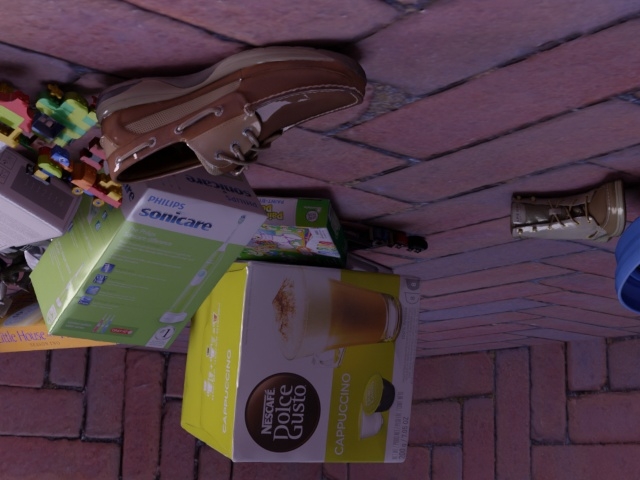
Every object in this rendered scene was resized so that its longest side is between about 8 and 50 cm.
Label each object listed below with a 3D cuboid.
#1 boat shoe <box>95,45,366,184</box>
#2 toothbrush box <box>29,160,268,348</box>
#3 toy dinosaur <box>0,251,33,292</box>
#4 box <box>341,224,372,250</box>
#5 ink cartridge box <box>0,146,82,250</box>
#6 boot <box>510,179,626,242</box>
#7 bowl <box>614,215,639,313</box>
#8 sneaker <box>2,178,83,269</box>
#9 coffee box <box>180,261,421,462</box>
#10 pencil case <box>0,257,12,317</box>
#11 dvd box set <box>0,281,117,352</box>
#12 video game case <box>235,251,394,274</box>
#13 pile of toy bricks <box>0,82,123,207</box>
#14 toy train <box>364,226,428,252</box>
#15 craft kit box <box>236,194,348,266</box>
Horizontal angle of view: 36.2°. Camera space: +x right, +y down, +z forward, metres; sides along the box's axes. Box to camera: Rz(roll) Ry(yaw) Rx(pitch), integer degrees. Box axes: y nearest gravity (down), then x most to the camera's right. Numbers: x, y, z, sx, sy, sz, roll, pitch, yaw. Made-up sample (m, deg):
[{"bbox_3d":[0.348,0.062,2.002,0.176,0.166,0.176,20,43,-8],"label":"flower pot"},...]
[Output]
[{"bbox_3d":[-0.099,-0.126,1.074,0.324,0.116,0.123,-10,164,25],"label":"boat shoe"},{"bbox_3d":[-0.245,0.010,1.379,0.206,0.122,0.283,13,127,-43],"label":"toothbrush box"},{"bbox_3d":[-0.506,0.023,1.787,0.121,0.160,0.313,26,170,34],"label":"toy dinosaur"},{"bbox_3d":[0.000,0.000,1.833,0.162,0.029,0.116,-8,163,38],"label":"box"},{"bbox_3d":[-0.483,-0.086,1.200,0.296,0.066,0.261,36,150,-32],"label":"ink cartridge box"},{"bbox_3d":[0.379,-0.043,1.519,0.165,0.077,0.213,3,168,5],"label":"boot"},{"bbox_3d":[0.632,0.003,1.467,0.391,0.077,0.391,-7,152,-4],"label":"bowl"},{"bbox_3d":[-0.363,-0.041,1.470,0.210,0.137,0.366,-6,164,-1],"label":"sneaker"},{"bbox_3d":[-0.048,0.215,1.816,0.334,0.337,0.338,6,178,-22],"label":"coffee box"},{"bbox_3d":[-0.667,0.044,1.778,0.183,0.160,0.410,19,164,-7],"label":"pencil case"},{"bbox_3d":[-0.485,0.125,2.002,0.420,0.062,0.307,-7,-159,32],"label":"dvd box set"},{"bbox_3d":[-0.051,0.067,2.117,0.329,0.036,0.300,-6,165,29],"label":"video game case"},{"bbox_3d":[-0.301,-0.136,1.153,0.105,0.118,0.212,-38,132,24],"label":"pile of toy bricks"},{"bbox_3d":[0.143,-0.001,1.822,0.158,0.027,0.036,12,160,-40],"label":"toy train"},{"bbox_3d":[-0.089,-0.016,1.650,0.246,0.061,0.250,6,165,11],"label":"craft kit box"}]
